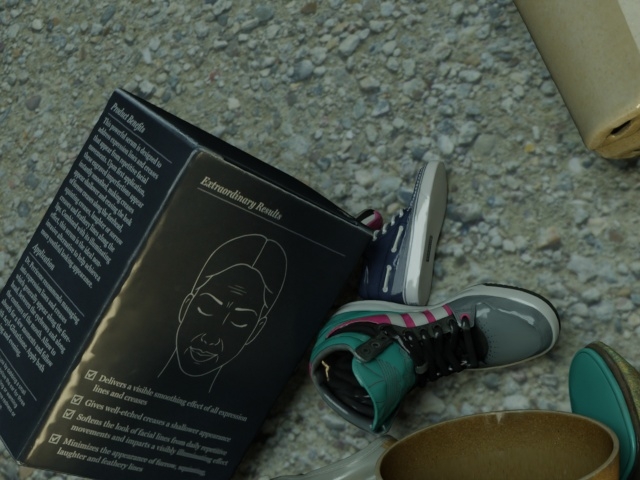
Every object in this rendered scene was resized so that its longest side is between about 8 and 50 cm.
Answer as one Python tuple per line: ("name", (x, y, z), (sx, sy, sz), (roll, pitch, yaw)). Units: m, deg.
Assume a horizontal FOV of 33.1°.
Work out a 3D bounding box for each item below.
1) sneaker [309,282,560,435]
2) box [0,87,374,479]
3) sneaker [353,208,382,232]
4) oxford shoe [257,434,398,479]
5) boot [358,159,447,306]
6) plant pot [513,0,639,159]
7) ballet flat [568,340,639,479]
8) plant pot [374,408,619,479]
("sneaker", (0.109, 0.134, 1.207), (0.296, 0.123, 0.178), (-9, 23, 30))
("box", (-0.181, 0.073, 1.272), (0.212, 0.294, 0.395), (37, 98, 47))
("sneaker", (0.000, 0.000, 1.397), (0.170, 0.063, 0.074), (-36, 64, 16))
("oxford shoe", (-0.070, 0.346, 1.238), (0.450, 0.169, 0.130), (-24, 64, 9))
("boot", (0.101, -0.012, 1.346), (0.086, 0.069, 0.189), (6, 75, 26))
("plant pot", (0.358, -0.269, 1.199), (0.334, 0.334, 0.305), (-19, 74, 19))
("ballet flat", (0.346, 0.252, 1.085), (0.123, 0.123, 0.348), (-26, 41, 16))
("plant pot", (0.192, 0.327, 1.071), (0.237, 0.237, 0.254), (-6, 101, 25))
